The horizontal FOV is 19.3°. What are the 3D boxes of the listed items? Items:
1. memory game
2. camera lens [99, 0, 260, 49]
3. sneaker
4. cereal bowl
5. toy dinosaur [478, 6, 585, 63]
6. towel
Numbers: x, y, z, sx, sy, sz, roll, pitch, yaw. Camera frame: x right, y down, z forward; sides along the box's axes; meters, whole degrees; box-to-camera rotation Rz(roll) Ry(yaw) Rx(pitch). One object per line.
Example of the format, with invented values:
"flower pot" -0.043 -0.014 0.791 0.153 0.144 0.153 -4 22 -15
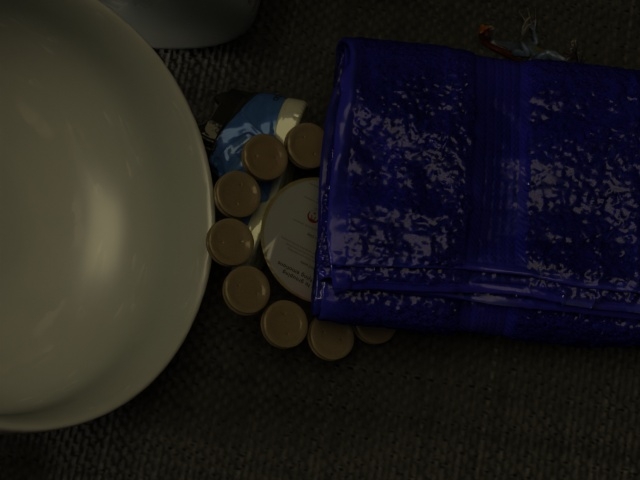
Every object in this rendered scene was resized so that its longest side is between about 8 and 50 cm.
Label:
"memory game" 0.000 0.000 1.431 0.186 0.012 0.186 6 76 -23
"camera lens" -0.124 -0.314 1.468 0.219 0.219 0.274 8 73 5
"sneaker" -0.069 -0.047 1.465 0.085 0.058 0.152 13 77 10
"cereal bowl" -0.250 -0.022 1.370 0.339 0.141 0.339 8 77 -39
"toy dinosaur" 0.165 -0.147 1.496 0.082 0.047 0.090 0 82 22
"towel" 0.152 -0.037 1.414 0.308 0.076 0.227 6 75 -6
